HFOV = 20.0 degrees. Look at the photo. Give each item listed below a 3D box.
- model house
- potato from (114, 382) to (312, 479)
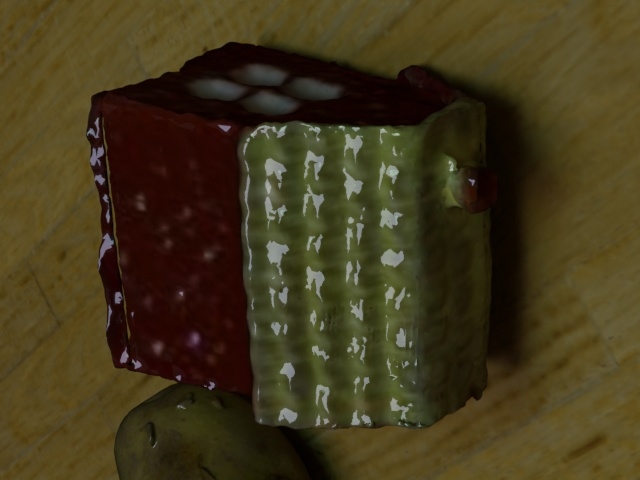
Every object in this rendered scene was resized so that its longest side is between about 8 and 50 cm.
[{"bbox_3d":[0.000,0.000,1.084,0.254,0.160,0.196,14,115,42],"label":"model house"},{"bbox_3d":[-0.073,0.178,1.266,0.137,0.137,0.176,-60,41,42],"label":"potato"}]
